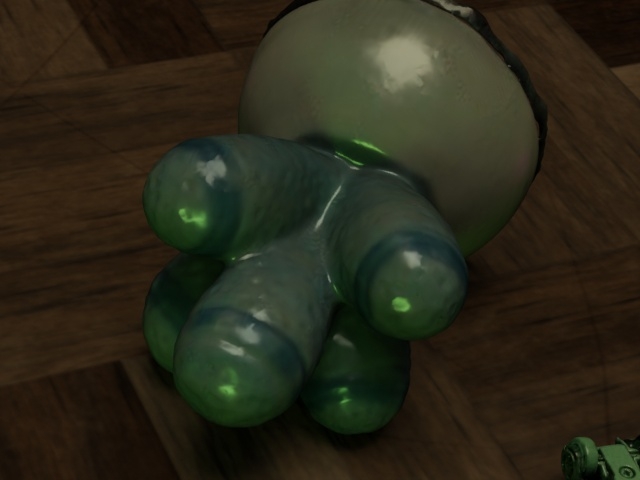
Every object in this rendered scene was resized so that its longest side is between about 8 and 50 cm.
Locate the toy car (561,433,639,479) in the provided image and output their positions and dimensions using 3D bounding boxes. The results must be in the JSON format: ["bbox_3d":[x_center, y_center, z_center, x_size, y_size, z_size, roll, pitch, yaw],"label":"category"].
[{"bbox_3d":[0.212,0.184,1.117,0.073,0.054,0.143,-6,38,-20],"label":"toy car"}]

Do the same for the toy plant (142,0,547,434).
[{"bbox_3d":[0.000,0.000,1.169,0.247,0.247,0.332,19,45,11],"label":"toy plant"}]
